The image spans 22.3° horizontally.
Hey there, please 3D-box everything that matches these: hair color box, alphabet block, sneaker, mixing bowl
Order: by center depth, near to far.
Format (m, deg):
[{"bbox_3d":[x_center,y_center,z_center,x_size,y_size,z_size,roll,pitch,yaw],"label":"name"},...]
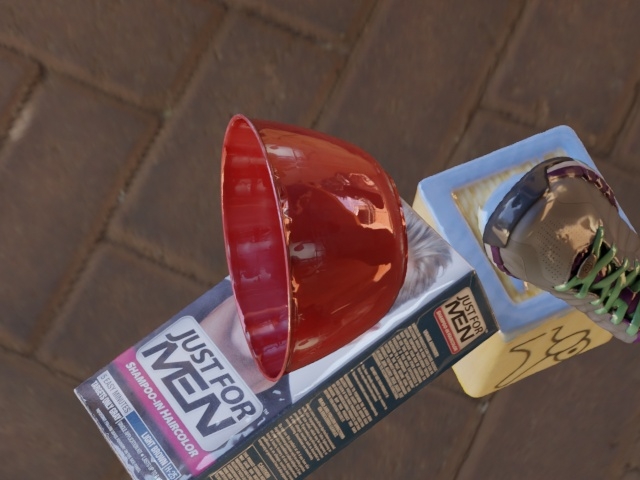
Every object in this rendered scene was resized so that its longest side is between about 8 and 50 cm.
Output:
[{"bbox_3d":[0.181,0.016,1.011,0.098,0.223,0.083,41,99,28],"label":"sneaker"},{"bbox_3d":[0.000,0.000,1.102,0.098,0.181,0.181,-7,75,-14],"label":"mixing bowl"},{"bbox_3d":[-0.031,0.107,1.471,0.347,0.105,0.174,-36,48,-8],"label":"hair color box"},{"bbox_3d":[0.212,0.025,1.727,0.192,0.197,0.193,-20,69,-14],"label":"alphabet block"}]
